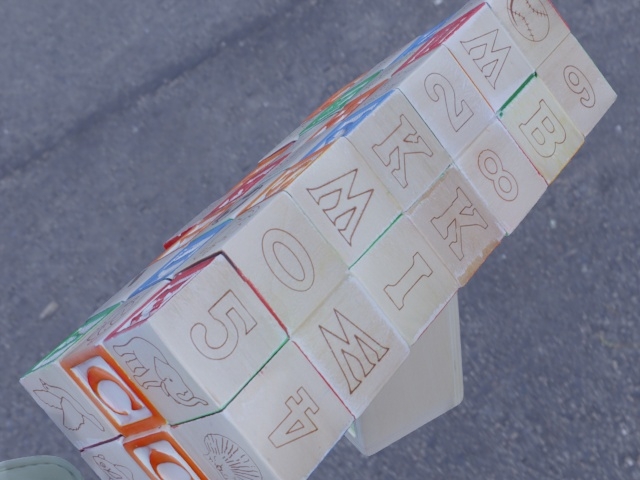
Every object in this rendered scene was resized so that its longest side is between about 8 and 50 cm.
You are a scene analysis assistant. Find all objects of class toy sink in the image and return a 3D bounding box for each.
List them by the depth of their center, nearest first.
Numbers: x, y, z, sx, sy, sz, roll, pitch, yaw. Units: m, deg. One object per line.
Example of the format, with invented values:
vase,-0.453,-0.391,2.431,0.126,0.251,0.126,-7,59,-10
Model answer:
toy sink,0.035,0.059,1.057,0.131,0.234,0.153,-26,41,-22

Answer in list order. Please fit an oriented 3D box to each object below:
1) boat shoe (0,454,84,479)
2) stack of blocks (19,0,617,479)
boat shoe,-0.277,0.196,0.779,0.069,0.228,0.081,-40,55,39
stack of blocks,0.000,0.000,0.549,0.171,0.087,0.297,-27,15,51
